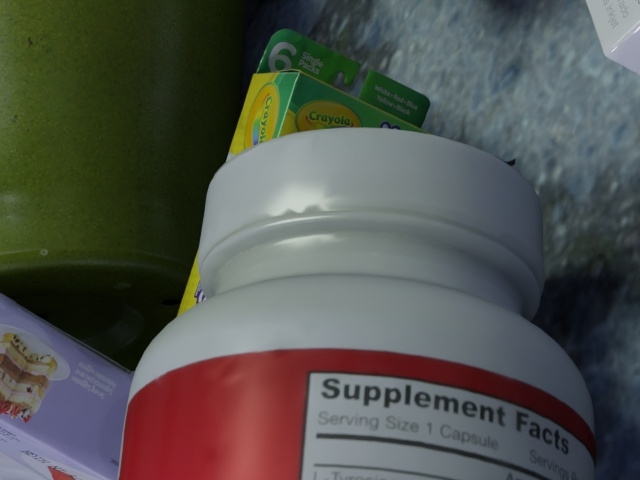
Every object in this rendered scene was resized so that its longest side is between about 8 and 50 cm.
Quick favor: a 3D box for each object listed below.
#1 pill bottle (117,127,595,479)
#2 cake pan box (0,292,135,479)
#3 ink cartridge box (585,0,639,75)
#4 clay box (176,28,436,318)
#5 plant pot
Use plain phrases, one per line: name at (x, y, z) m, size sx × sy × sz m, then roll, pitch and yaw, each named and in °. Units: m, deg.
pill bottle at (0.013, 0.164, 0.913) m, size 0.229 × 0.229 × 0.407 m, roll -26°, pitch 51°, yaw 46°
cake pan box at (-0.159, 0.123, 1.153) m, size 0.246 × 0.267 × 0.070 m, roll -5°, pitch 57°, yaw 53°
ink cartridge box at (0.230, -0.201, 0.938) m, size 0.237 × 0.100 × 0.172 m, roll -43°, pitch 41°, yaw 32°
clay box at (0.000, 0.000, 1.124) m, size 0.053 × 0.127 × 0.222 m, roll 6°, pitch 77°, yaw 55°
plant pot at (-0.201, -0.096, 1.315) m, size 0.366 × 0.366 × 0.353 m, roll -31°, pitch 59°, yaw 42°
